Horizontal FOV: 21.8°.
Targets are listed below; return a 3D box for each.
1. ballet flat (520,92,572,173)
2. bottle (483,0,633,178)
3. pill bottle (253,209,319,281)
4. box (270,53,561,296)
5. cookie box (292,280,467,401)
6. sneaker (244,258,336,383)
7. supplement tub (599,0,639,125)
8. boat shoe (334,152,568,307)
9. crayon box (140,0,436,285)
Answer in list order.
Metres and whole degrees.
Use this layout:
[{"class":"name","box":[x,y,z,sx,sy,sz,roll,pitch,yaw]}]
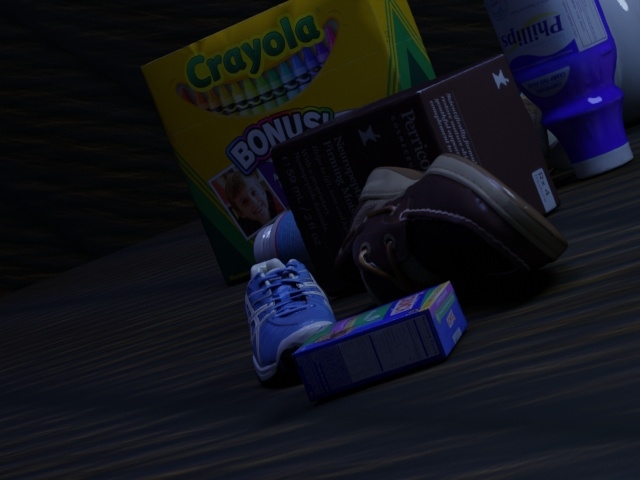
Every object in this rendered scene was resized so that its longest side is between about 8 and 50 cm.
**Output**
[{"class":"ballet flat","box":[0.273,-0.127,1.978,0.123,0.123,0.348,-19,5,27]},{"class":"bottle","box":[0.259,-0.208,1.805,0.092,0.283,0.118,-27,8,-42]},{"class":"pill bottle","box":[0.000,0.000,1.848,0.087,0.087,0.160,-27,8,-42]},{"class":"box","box":[0.095,-0.064,1.659,0.203,0.168,0.167,-19,5,40]},{"class":"cookie box","box":[0.044,0.072,1.196,0.107,0.040,0.092,-20,5,17]},{"class":"sneaker","box":[-0.031,0.064,1.370,0.080,0.081,0.211,-21,7,-8]},{"class":"supplement tub","box":[0.428,-0.286,2.201,0.316,0.228,0.228,-25,6,-21]},{"class":"boat shoe","box":[0.090,0.010,1.380,0.123,0.123,0.342,-53,17,-9]},{"class":"crayon box","box":[-0.019,-0.143,2.126,0.363,0.313,0.106,-19,6,34]}]
